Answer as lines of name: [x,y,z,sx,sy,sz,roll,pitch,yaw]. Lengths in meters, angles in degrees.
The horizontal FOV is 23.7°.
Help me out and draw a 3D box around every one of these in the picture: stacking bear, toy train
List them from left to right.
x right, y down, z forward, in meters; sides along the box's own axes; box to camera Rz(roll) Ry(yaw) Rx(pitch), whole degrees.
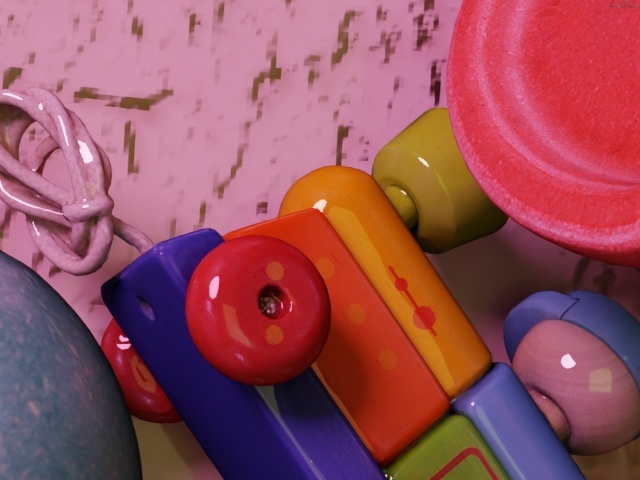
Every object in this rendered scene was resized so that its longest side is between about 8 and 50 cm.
toy train: [0.000,0.000,0.482,0.143,0.105,0.248,-35,93,-28]
stacking bear: [0.197,-0.019,0.499,0.289,0.164,0.175,30,85,-27]

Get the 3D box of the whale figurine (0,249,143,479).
whale figurine: [-0.177,0.055,0.398,0.272,0.141,0.216,26,80,-13]
